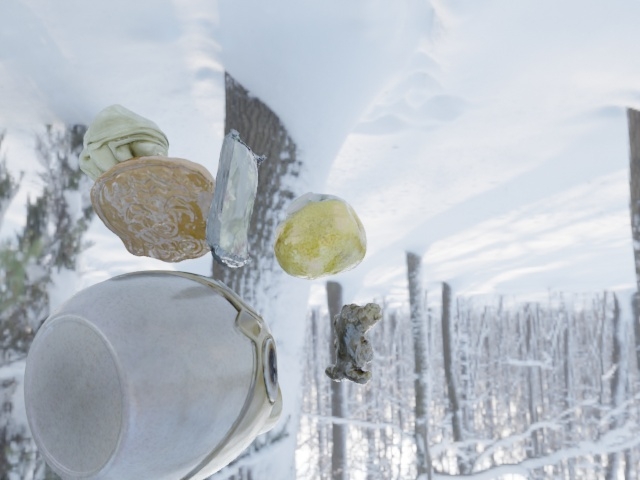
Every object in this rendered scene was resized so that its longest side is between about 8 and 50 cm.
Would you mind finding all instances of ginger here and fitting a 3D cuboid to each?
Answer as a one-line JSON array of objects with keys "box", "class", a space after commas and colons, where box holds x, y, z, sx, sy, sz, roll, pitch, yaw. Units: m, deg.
[{"box": [0.088, 0.289, 1.758, 0.080, 0.333, 0.166, -9, -144, -35], "class": "ginger"}]

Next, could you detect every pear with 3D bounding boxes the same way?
[{"box": [0.000, 0.000, 1.834, 0.271, 0.271, 0.271, -2, 172, 0], "class": "pear"}]

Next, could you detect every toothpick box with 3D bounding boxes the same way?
[{"box": [-0.285, 0.253, 1.226, 0.409, 0.409, 0.425, -7, 175, 33], "class": "toothpick box"}]

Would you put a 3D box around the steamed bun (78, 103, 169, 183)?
[{"box": [-0.582, -0.235, 1.966, 0.276, 0.289, 0.203, 25, -174, -37], "class": "steamed bun"}]

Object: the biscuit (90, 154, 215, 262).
[{"box": [-0.459, -0.081, 1.865, 0.385, 0.062, 0.365, -11, 126, 17], "class": "biscuit"}]

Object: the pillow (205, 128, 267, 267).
[{"box": [-0.172, -0.075, 1.273, 0.059, 0.255, 0.169, 4, 171, 24], "class": "pillow"}]
